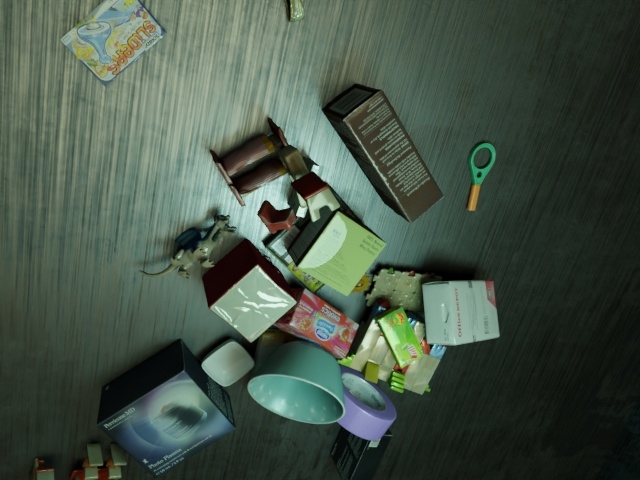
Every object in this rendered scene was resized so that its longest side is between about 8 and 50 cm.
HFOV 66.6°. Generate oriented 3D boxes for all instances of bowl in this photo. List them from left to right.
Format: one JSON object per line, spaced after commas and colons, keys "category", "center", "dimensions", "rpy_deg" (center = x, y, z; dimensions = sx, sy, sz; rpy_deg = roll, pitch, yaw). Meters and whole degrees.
{"category": "bowl", "center": [-0.303, 0.393, 1.595], "dimensions": [0.142, 0.053, 0.142], "rpy_deg": [-37, 119, -2]}
{"category": "bowl", "center": [-0.059, 0.433, 1.538], "dimensions": [0.311, 0.163, 0.312], "rpy_deg": [10, 139, 8]}

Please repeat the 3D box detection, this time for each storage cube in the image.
{"category": "storage cube", "center": [-0.214, 0.147, 1.441], "dimensions": [0.215, 0.193, 0.184], "rpy_deg": [-42, 119, 1]}

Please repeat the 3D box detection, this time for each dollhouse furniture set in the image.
{"category": "dollhouse furniture set", "center": [-0.787, 0.773, 1.574], "dimensions": [0.259, 0.135, 0.262], "rpy_deg": [16, 107, -36]}
{"category": "dollhouse furniture set", "center": [-0.131, -0.161, 1.237], "dimensions": [0.201, 0.374, 0.152], "rpy_deg": [-31, 123, -6]}

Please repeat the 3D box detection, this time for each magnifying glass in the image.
{"category": "magnifying glass", "center": [0.529, -0.213, 1.635], "dimensions": [0.092, 0.026, 0.231], "rpy_deg": [-1, 113, -18]}

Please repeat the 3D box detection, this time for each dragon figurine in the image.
{"category": "dragon figurine", "center": [-0.368, 0.027, 1.397], "dimensions": [0.289, 0.144, 0.085], "rpy_deg": [-26, 122, 15]}

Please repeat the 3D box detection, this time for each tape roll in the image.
{"category": "tape roll", "center": [0.125, 0.554, 1.684], "dimensions": [0.274, 0.275, 0.090], "rpy_deg": [28, 101, -27]}

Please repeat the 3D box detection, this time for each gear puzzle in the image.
{"category": "gear puzzle", "center": [0.241, 0.165, 1.692], "dimensions": [0.338, 0.044, 0.175], "rpy_deg": [8, 119, -18]}

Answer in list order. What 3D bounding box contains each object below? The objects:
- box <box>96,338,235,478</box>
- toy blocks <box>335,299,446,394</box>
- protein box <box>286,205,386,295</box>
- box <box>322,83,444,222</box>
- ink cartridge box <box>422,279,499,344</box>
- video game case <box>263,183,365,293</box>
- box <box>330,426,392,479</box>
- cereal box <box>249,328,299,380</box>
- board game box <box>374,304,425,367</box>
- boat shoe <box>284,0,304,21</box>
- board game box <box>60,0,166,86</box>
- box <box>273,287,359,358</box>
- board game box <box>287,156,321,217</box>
{"category": "box", "center": [-0.475, 0.527, 1.523], "dimensions": [0.296, 0.183, 0.294], "rpy_deg": [-32, 117, -4]}
{"category": "toy blocks", "center": [0.275, 0.359, 1.700], "dimensions": [0.381, 0.191, 0.261], "rpy_deg": [23, 99, -11]}
{"category": "protein box", "center": [0.046, 0.019, 1.467], "dimensions": [0.199, 0.136, 0.201], "rpy_deg": [32, 99, -27]}
{"category": "box", "center": [0.183, -0.250, 1.407], "dimensions": [0.143, 0.191, 0.381], "rpy_deg": [-37, 119, -1]}
{"category": "ink cartridge box", "center": [0.482, 0.240, 1.668], "dimensions": [0.283, 0.117, 0.207], "rpy_deg": [3, 80, -41]}
{"category": "video game case", "center": [0.000, 0.000, 1.541], "dimensions": [0.275, 0.035, 0.248], "rpy_deg": [-43, 118, 2]}
{"category": "box", "center": [0.149, 0.771, 1.838], "dimensions": [0.103, 0.184, 0.261], "rpy_deg": [13, 108, -25]}
{"category": "cereal box", "center": [-0.141, 0.416, 1.663], "dimensions": [0.173, 0.047, 0.240], "rpy_deg": [5, 110, -22]}
{"category": "board game box", "center": [0.260, 0.315, 1.602], "dimensions": [0.092, 0.043, 0.181], "rpy_deg": [-27, 96, -9]}
{"category": "boat shoe", "center": [-0.080, -0.625, 1.235], "dimensions": [0.045, 0.050, 0.135], "rpy_deg": [-26, 118, -13]}
{"category": "board game box", "center": [-0.490, -0.488, 1.163], "dimensions": [0.201, 0.035, 0.136], "rpy_deg": [-41, 119, 2]}
{"category": "box", "center": [-0.017, 0.270, 1.576], "dimensions": [0.257, 0.122, 0.128], "rpy_deg": [38, 64, -28]}
{"category": "board game box", "center": [-0.049, -0.157, 1.417], "dimensions": [0.026, 0.103, 0.154], "rpy_deg": [13, 108, -23]}
